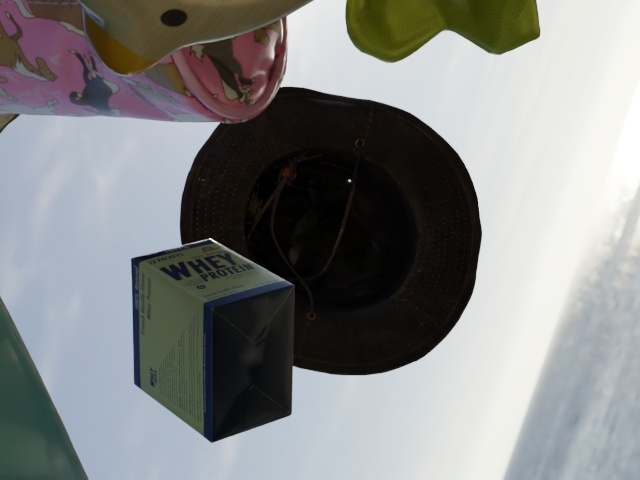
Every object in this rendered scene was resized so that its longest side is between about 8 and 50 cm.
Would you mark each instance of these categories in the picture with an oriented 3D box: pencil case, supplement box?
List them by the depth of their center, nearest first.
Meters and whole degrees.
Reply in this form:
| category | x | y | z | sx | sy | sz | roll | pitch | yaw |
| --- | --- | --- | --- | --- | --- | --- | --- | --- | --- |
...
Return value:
| category | x | y | z | sx | sy | sz | roll | pitch | yaw |
| --- | --- | --- | --- | --- | --- | --- | --- | --- | --- |
| supplement box | -0.062 | 0.054 | 0.790 | 0.056 | 0.083 | 0.083 | -14 | -63 | -36 |
| pencil case | -0.213 | -0.167 | 1.041 | 0.160 | 0.386 | 0.167 | -48 | -48 | -44 |

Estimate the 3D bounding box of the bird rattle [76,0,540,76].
| category | x | y | z | sx | sy | sz | roll | pitch | yaw |
| --- | --- | --- | --- | --- | --- | --- | --- | --- | --- |
| bird rattle | 0.000 | -0.147 | 0.447 | 0.207 | 0.143 | 0.253 | -33 | -23 | -19 |

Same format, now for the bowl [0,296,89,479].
| category | x | y | z | sx | sy | sz | roll | pitch | yaw |
| --- | --- | --- | --- | --- | --- | --- | --- | --- | --- |
| bowl | -0.187 | 0.094 | 0.517 | 0.163 | 0.311 | 0.311 | -26 | -21 | -8 |

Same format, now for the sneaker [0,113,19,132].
| category | x | y | z | sx | sy | sz | roll | pitch | yaw |
| --- | --- | --- | --- | --- | --- | --- | --- | --- | --- |
| sneaker | -0.486 | -0.137 | 1.754 | 0.145 | 0.147 | 0.385 | -13 | 45 | 58 |

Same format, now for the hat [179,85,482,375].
| category | x | y | z | sx | sy | sz | roll | pitch | yaw |
| --- | --- | --- | --- | --- | --- | --- | --- | --- | --- |
| hat | 0.000 | 0.000 | 1.500 | 0.331 | 0.331 | 0.134 | -67 | 11 | -18 |
